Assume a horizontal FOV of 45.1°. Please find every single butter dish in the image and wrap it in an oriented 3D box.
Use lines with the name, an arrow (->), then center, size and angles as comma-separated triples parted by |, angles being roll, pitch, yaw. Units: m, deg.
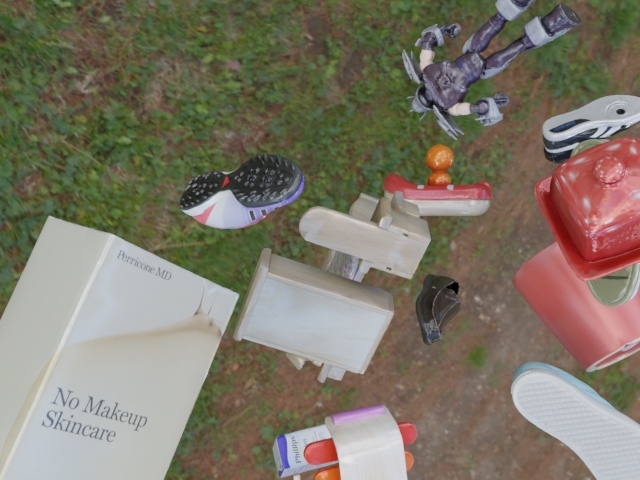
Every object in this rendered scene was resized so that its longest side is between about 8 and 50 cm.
butter dish -> 0.346, -0.059, 0.914 | 0.160, 0.159, 0.118 | -24, 146, 11

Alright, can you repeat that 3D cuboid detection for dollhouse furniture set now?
dollhouse furniture set -> 0.000, 0.000, 1.073 | 0.174, 0.355, 0.303 | 18, 119, -10

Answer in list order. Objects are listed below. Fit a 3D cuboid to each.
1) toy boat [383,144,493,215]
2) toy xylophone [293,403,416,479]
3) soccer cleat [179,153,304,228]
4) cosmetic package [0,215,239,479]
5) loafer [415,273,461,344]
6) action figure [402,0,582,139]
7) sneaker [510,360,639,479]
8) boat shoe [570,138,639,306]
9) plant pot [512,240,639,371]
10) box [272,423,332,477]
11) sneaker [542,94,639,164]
toy boat -> 0.249, -0.128, 1.633 | 0.151, 0.231, 0.151 | -11, 102, -77
toy xylophone -> 0.059, 0.450, 1.330 | 0.236, 0.081, 0.322 | -1, 99, -16
soccer cleat -> -0.128, -0.079, 1.428 | 0.116, 0.318, 0.108 | 38, 59, -36
cosmetic package -> -0.213, 0.154, 0.672 | 0.160, 0.113, 0.309 | 30, 78, -45
loafer -> 0.241, 0.128, 1.548 | 0.078, 0.220, 0.080 | -8, 117, 18
action figure -> 0.243, -0.274, 1.172 | 0.285, 0.185, 0.099 | -36, -177, 34
sneaker -> 0.524, 0.350, 1.466 | 0.135, 0.366, 0.150 | -49, 178, 18
boat shoe -> 0.533, -0.035, 1.398 | 0.103, 0.113, 0.302 | -8, 92, -47
plant pot -> 0.581, 0.124, 1.616 | 0.275, 0.243, 0.275 | -22, 156, -10
box -> -0.026, 0.445, 1.636 | 0.137, 0.072, 0.126 | -12, 157, -13
sneaker -> 0.570, -0.224, 1.611 | 0.217, 0.079, 0.121 | -14, 142, 5
